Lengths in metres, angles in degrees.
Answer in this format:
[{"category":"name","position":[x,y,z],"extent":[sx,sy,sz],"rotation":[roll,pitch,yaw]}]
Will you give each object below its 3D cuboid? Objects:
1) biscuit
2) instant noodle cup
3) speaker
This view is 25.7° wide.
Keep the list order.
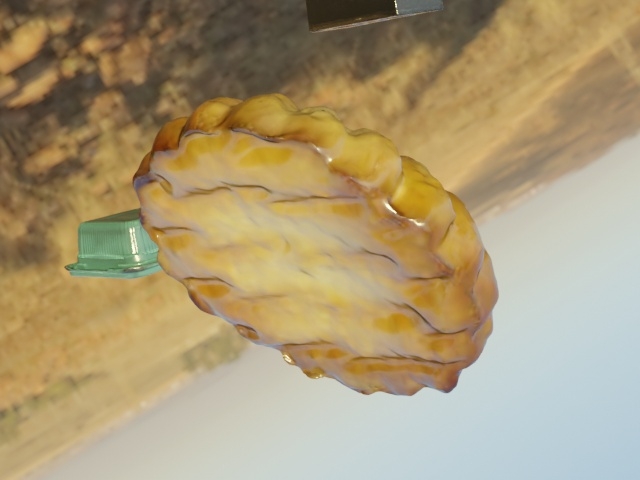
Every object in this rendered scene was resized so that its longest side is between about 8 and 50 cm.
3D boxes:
[{"category":"biscuit","position":[0.000,0.000,1.174],"extent":[0.325,0.325,0.107],"rotation":[-35,-159,55]},{"category":"instant noodle cup","position":[-0.233,-0.002,1.827],"extent":[0.157,0.070,0.179],"rotation":[-18,-169,-39]},{"category":"speaker","position":[0.038,-0.195,1.116],"extent":[0.040,0.046,0.191],"rotation":[-10,-172,-19]}]
